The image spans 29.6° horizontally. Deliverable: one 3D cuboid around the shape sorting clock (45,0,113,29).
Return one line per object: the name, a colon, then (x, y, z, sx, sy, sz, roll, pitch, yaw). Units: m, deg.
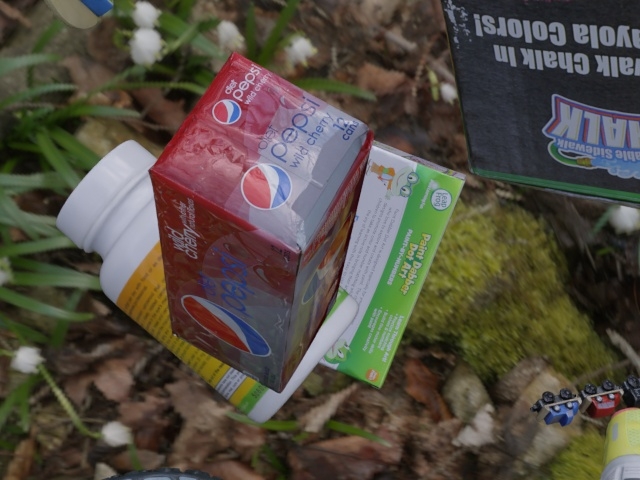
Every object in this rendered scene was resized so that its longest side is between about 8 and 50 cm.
shape sorting clock: (-0.260, -0.319, 1.235, 0.040, 0.206, 0.206, -8, 75, 13)

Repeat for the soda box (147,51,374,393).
soda box: (-0.037, 0.003, 0.720, 0.092, 0.263, 0.083, 29, 68, 7)

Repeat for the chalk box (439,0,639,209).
chalk box: (0.163, -0.126, 0.501, 0.180, 0.289, 0.179, 13, 52, 28)

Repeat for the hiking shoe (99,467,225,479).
hiking shoe: (-0.151, 0.368, 1.536, 0.304, 0.113, 0.132, 10, 65, -14)

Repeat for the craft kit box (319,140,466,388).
craft kit box: (0.000, 0.000, 1.317, 0.247, 0.061, 0.249, 23, 102, 8)

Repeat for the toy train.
toy train: (0.285, 0.165, 1.241, 0.158, 0.027, 0.036, -7, 55, -24)

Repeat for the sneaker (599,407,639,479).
sneaker: (0.273, 0.182, 0.842, 0.081, 0.208, 0.094, -37, 30, 29)

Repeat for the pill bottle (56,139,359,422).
pill bottle: (-0.100, 0.029, 1.036, 0.246, 0.136, 0.136, 40, 91, 2)
